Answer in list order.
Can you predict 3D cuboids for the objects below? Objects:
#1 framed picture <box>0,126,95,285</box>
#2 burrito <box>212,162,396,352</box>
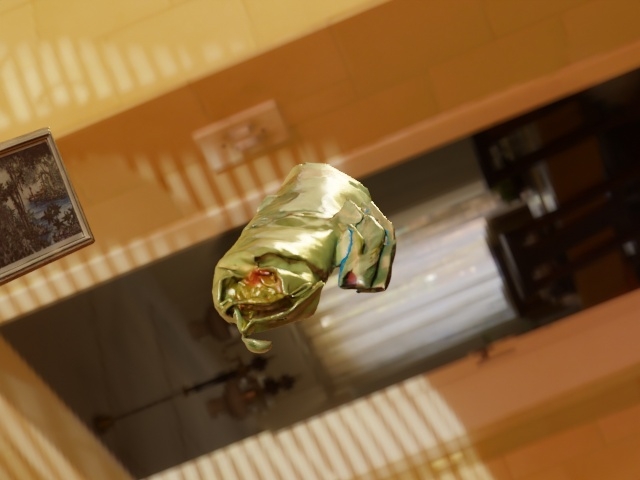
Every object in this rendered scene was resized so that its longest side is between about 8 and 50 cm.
[{"bbox_3d":[-0.328,-0.034,1.330,0.183,0.011,0.142,-29,-78,-49],"label":"framed picture"},{"bbox_3d":[0.000,0.000,0.817,0.288,0.104,0.054,-57,-38,-71],"label":"burrito"}]
